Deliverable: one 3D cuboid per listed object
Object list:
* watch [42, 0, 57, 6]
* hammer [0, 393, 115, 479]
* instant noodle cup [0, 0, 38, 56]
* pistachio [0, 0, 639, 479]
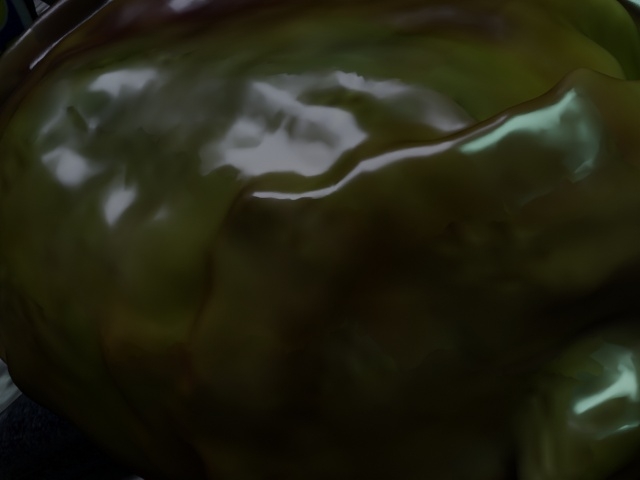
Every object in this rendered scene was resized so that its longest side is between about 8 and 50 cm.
[{"bbox_3d":[-0.047,-0.266,0.933,0.335,0.314,0.327,-48,26,36],"label":"watch"},{"bbox_3d":[-0.140,0.096,0.631,0.289,0.037,0.137,-29,19,29],"label":"hammer"},{"bbox_3d":[-0.338,-0.071,1.118,0.284,0.284,0.312,-18,19,49],"label":"instant noodle cup"},{"bbox_3d":[0.000,0.000,0.398,0.210,0.130,0.165,0,80,27],"label":"pistachio"}]
